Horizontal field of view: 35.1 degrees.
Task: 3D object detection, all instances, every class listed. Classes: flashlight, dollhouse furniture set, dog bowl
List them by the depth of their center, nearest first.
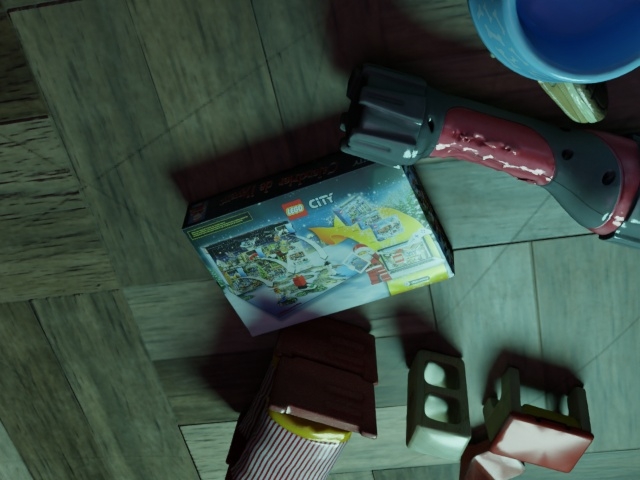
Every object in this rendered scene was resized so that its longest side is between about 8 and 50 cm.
[{"bbox_3d":[0.256,-0.230,0.767,0.297,0.074,0.166,-32,110,10],"label":"dog bowl"},{"bbox_3d":[0.170,-0.074,0.912,0.304,0.103,0.103,14,87,-11],"label":"flashlight"},{"bbox_3d":[0.095,0.237,1.132,0.374,0.152,0.201,16,127,-8],"label":"dollhouse furniture set"}]

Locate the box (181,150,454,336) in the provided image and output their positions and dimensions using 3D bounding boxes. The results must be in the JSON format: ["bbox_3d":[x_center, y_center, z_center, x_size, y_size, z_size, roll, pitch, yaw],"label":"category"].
[{"bbox_3d":[0.000,0.000,1.027,0.233,0.044,0.159,-18,124,17],"label":"box"}]

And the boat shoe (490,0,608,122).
[{"bbox_3d":[0.180,-0.175,0.874,0.072,0.068,0.190,-22,114,34],"label":"boat shoe"}]
